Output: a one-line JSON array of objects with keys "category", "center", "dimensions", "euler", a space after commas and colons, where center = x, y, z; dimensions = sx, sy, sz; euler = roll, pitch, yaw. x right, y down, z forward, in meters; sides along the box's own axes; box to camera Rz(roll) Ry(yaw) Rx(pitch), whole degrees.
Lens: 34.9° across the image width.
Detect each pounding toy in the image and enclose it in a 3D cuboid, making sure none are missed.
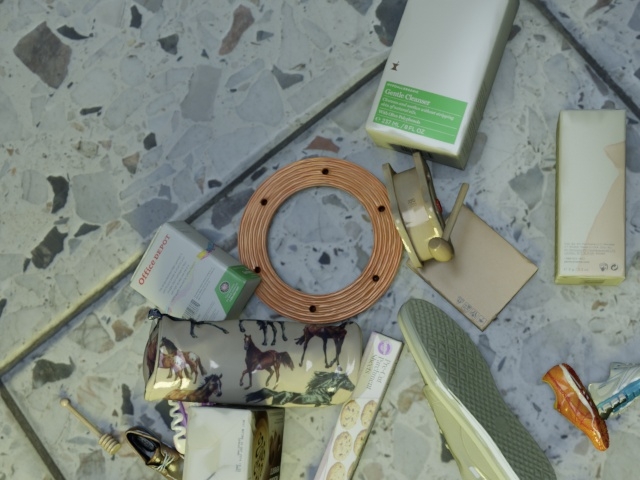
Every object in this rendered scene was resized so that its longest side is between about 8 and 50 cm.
[{"category": "pounding toy", "center": [0.222, -0.050, 1.919], "dimensions": [0.154, 0.154, 0.269], "euler": [-19, 50, 13]}]

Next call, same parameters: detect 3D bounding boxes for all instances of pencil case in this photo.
[{"category": "pencil case", "center": [-0.122, 0.216, 1.889], "dimensions": [0.410, 0.160, 0.183], "euler": [4, 42, -12]}]

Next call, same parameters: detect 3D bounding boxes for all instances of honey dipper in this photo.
[{"category": "honey dipper", "center": [-0.470, 0.372, 2.065], "dimensions": [0.160, 0.030, 0.030], "euler": [39, 90, 17]}]

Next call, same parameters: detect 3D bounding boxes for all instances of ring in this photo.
[{"category": "ring", "center": [0.000, 0.000, 2.028], "dimensions": [0.336, 0.032, 0.337], "euler": [-2, 80, 12]}]

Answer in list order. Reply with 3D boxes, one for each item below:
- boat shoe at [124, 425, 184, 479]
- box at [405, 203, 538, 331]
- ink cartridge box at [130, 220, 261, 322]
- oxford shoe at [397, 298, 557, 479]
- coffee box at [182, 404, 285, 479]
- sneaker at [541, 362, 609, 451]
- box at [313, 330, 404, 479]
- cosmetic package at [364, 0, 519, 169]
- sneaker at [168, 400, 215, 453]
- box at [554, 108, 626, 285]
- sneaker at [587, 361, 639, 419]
[{"category": "boat shoe", "center": [-0.313, 0.431, 2.003], "dimensions": [0.183, 0.066, 0.066], "euler": [28, 88, 14]}, {"category": "box", "center": [0.292, 0.049, 1.966], "dimensions": [0.201, 0.021, 0.164], "euler": [42, 91, 15]}, {"category": "ink cartridge box", "center": [-0.249, 0.080, 2.018], "dimensions": [0.212, 0.093, 0.154], "euler": [34, 103, 13]}, {"category": "oxford shoe", "center": [0.261, 0.312, 1.874], "dimensions": [0.130, 0.169, 0.449], "euler": [-44, 70, 39]}, {"category": "coffee box", "center": [-0.154, 0.387, 1.859], "dimensions": [0.118, 0.297, 0.168], "euler": [3, 82, 9]}, {"category": "sneaker", "center": [0.473, 0.312, 1.876], "dimensions": [0.067, 0.064, 0.175], "euler": [-37, 70, 23]}, {"category": "box", "center": [0.072, 0.334, 1.943], "dimensions": [0.067, 0.063, 0.324], "euler": [22, 86, 13]}, {"category": "cosmetic package", "center": [0.240, -0.344, 1.972], "dimensions": [0.197, 0.155, 0.366], "euler": [16, 86, 15]}, {"category": "sneaker", "center": [-0.250, 0.295, 2.006], "dimensions": [0.104, 0.095, 0.236], "euler": [-13, 84, 2]}, {"category": "box", "center": [0.497, -0.077, 1.883], "dimensions": [0.121, 0.148, 0.311], "euler": [1, 83, 11]}, {"category": "sneaker", "center": [0.574, 0.245, 1.858], "dimensions": [0.190, 0.071, 0.083], "euler": [-27, 53, -3]}]
